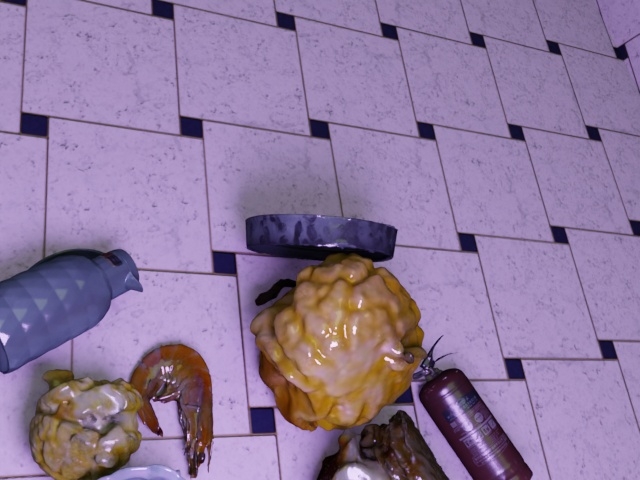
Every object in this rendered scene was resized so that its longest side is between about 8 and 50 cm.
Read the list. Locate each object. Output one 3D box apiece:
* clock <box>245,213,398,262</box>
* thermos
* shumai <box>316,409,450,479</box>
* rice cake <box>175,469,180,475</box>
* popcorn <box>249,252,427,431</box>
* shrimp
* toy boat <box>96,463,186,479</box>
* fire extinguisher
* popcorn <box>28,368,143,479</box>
[{"bbox_3d":[-0.001,-0.002,1.492,0.312,0.312,0.062,7,83,-25],"label":"clock"},{"bbox_3d":[-0.463,0.097,1.295,0.182,0.145,0.286,30,43,31],"label":"thermos"},{"bbox_3d":[0.090,0.480,1.349,0.288,0.330,0.292,-32,86,3],"label":"shumai"},{"bbox_3d":[-0.245,0.548,1.208,0.066,0.063,0.337,-3,67,-21],"label":"rice cake"},{"bbox_3d":[0.019,0.175,1.418,0.348,0.349,0.381,-6,29,-31],"label":"popcorn"},{"bbox_3d":[-0.257,0.304,1.337,0.150,0.068,0.249,-14,66,-20],"label":"shrimp"},{"bbox_3d":[-0.299,0.449,1.143,0.290,0.100,0.199,-39,97,5],"label":"toy boat"},{"bbox_3d":[0.311,0.374,1.567,0.135,0.114,0.337,-33,82,-16],"label":"fire extinguisher"},{"bbox_3d":[-0.380,0.300,1.203,0.185,0.167,0.188,20,51,-11],"label":"popcorn"}]
